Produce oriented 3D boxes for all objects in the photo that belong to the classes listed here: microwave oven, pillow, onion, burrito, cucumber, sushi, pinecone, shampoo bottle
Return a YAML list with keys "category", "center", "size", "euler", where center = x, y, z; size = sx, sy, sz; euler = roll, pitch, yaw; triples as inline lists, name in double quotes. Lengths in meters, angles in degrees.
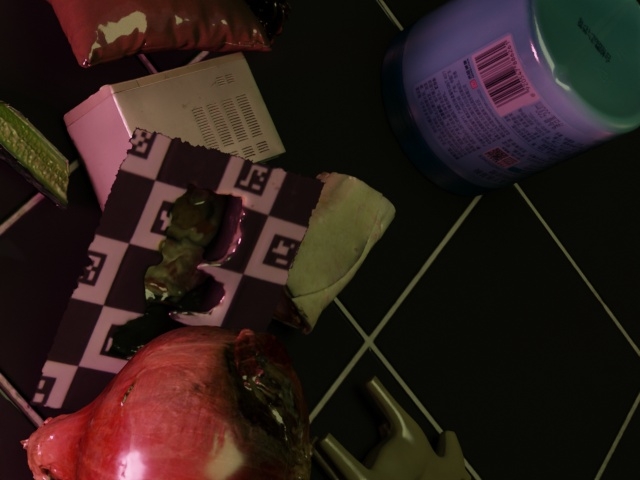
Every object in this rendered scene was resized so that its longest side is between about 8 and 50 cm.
- category: "microwave oven"
  center: [-0.197, -0.136, 1.744]
  size: [0.240, 0.145, 0.194]
  euler: [-23, 93, -43]
- category: "pillow"
  center: [-0.257, -0.359, 1.744]
  size: [0.308, 0.108, 0.305]
  euler: [-11, 55, -37]
- category: "onion"
  center: [-0.150, 0.268, 1.517]
  size: [0.353, 0.353, 0.354]
  euler: [15, 65, -35]
- category: "burrito"
  center: [0.003, 0.003, 1.890]
  size: [0.143, 0.105, 0.299]
  euler: [56, 47, -22]
- category: "cucumber"
  center: [-0.403, -0.132, 1.639]
  size: [0.220, 0.046, 0.070]
  euler: [45, 49, -20]
- category: "sushi"
  center: [-0.198, 0.044, 1.641]
  size: [0.296, 0.100, 0.373]
  euler: [14, 103, -35]
- category: "pinecone"
  center: [-0.116, -0.354, 1.901]
  size: [0.121, 0.140, 0.140]
  euler: [-15, 84, -42]
- category: "shampoo bottle"
  center: [0.333, -0.277, 2.107]
  size: [0.331, 0.342, 0.331]
  euler: [14, 66, -35]

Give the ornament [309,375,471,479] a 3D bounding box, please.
- category: "ornament"
  center: [0.117, 0.324, 1.893]
  size: [0.245, 0.061, 0.230]
  euler: [52, 47, -11]
